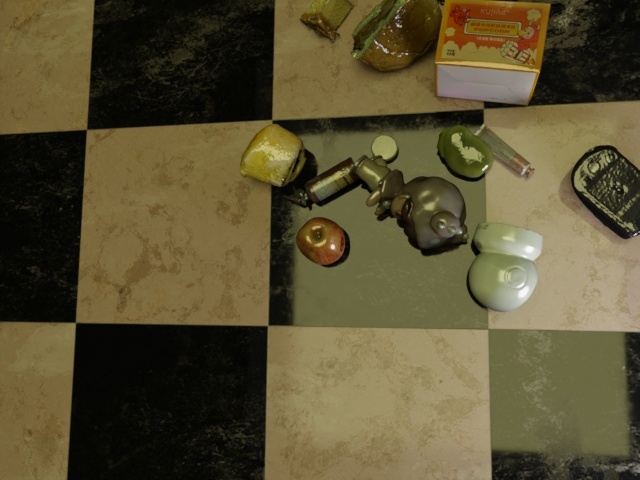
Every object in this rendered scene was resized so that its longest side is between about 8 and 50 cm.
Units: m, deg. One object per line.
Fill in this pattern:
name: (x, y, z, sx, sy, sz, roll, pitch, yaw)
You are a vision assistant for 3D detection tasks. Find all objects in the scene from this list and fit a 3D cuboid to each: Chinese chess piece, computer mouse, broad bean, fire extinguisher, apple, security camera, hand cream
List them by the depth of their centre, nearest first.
security camera: (0.507, 0.080, 1.717, 0.195, 0.194, 0.236, 12, 83, 13)
computer mouse: (0.824, -0.137, 1.727, 0.170, 0.100, 0.269, -45, 81, 6)
broad bean: (0.427, -0.265, 1.831, 0.124, 0.082, 0.174, -41, 78, 14)
hand cream: (0.545, -0.263, 1.831, 0.210, 0.043, 0.067, 42, 98, 19)
apple: (0.000, 0.000, 1.862, 0.147, 0.131, 0.146, -3, 77, 13)
Chinese chess piece: (0.198, -0.285, 1.906, 0.084, 0.034, 0.084, -1, 83, 9)
fire extinguisher: (0.002, -0.173, 1.925, 0.252, 0.106, 0.075, -29, 118, 8)

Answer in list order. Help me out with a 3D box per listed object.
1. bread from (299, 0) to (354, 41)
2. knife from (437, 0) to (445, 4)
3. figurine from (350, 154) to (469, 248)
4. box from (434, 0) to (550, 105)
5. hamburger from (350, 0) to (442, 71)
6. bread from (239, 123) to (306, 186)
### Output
bread: (0.009, -0.740, 1.970, 0.152, 0.127, 0.147, 35, 91, 30)
knife: (0.369, -0.764, 1.941, 0.170, 0.010, 0.023, 41, 86, 15)
figurine: (0.266, -0.122, 1.784, 0.381, 0.248, 0.203, 38, 94, 22)
box: (0.483, -0.540, 1.763, 0.284, 0.259, 0.213, 8, 83, 12)
hamburger: (0.239, -0.622, 1.846, 0.309, 0.211, 0.132, -41, 47, 44)
bread: (-0.147, -0.256, 1.901, 0.171, 0.197, 0.197, 28, 89, 7)
